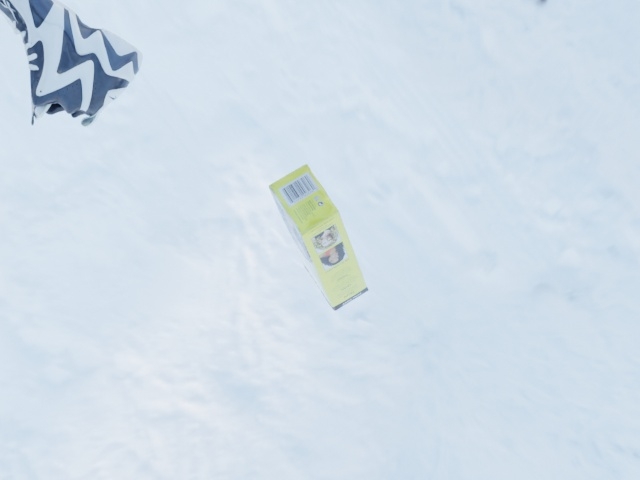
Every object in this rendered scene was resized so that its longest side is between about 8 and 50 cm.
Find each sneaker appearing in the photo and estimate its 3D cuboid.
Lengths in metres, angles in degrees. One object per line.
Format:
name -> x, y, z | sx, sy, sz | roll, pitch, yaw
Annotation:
sneaker -> -0.358, -0.229, 1.816 | 0.235, 0.094, 0.153 | 30, 89, -6

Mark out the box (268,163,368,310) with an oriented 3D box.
box -> 0.000, 0.000, 1.799 | 0.058, 0.232, 0.087 | -32, 61, -4
